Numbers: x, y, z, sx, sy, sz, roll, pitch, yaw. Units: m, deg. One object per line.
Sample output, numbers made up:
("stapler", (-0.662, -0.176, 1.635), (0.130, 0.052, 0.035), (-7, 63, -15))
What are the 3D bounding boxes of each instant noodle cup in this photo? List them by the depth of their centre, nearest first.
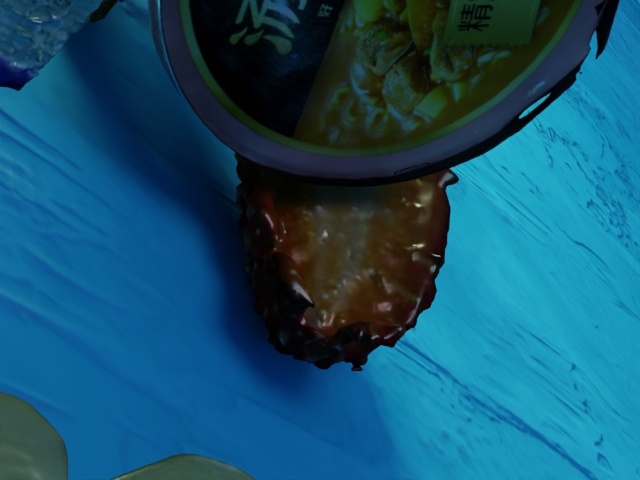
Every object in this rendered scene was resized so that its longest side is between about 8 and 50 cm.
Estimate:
("instant noodle cup", (0.001, -0.190, 0.745), (0.244, 0.244, 0.255), (38, 16, -39))

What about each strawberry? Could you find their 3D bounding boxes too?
("strawberry", (0.000, 0.000, 0.748), (0.121, 0.082, 0.188), (23, 40, -8))

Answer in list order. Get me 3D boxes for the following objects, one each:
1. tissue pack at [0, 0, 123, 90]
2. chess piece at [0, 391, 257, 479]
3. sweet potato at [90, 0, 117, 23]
("tissue pack", (-0.189, -0.196, 0.530), (0.269, 0.137, 0.209), (26, 37, -54))
("chess piece", (-0.048, 0.110, 0.473), (0.200, 0.090, 0.090), (27, 33, -31))
("sweet potato", (-0.130, -0.203, 0.788), (0.058, 0.055, 0.202), (6, 49, -34))
